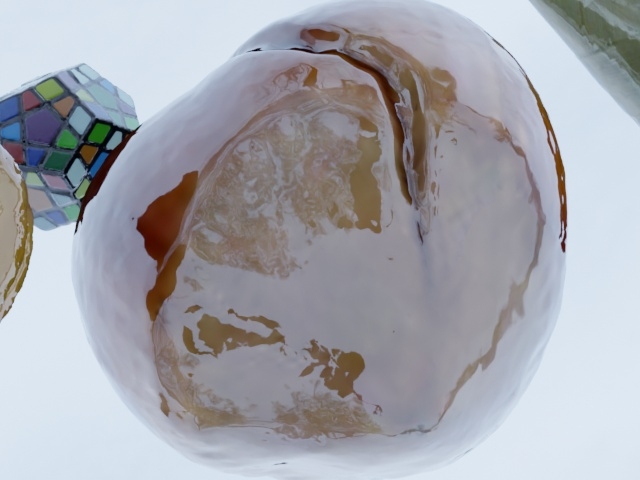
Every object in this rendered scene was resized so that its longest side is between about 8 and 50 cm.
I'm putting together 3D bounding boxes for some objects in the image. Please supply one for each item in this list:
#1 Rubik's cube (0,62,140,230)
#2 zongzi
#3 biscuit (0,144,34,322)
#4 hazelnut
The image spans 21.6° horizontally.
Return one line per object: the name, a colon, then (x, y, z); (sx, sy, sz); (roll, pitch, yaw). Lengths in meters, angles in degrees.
Rubik's cube: (-0.200, -0.072, 1.300); (0.133, 0.112, 0.133); (-27, 129, -39)
zongzi: (0.314, -0.121, 1.468); (0.318, 0.289, 0.154); (11, 130, -23)
biscuit: (-0.290, 0.052, 0.840); (0.326, 0.325, 0.107); (-23, 75, -10)
hazelnut: (0.000, 0.000, 1.149); (0.372, 0.372, 0.315); (-28, 122, -9)
